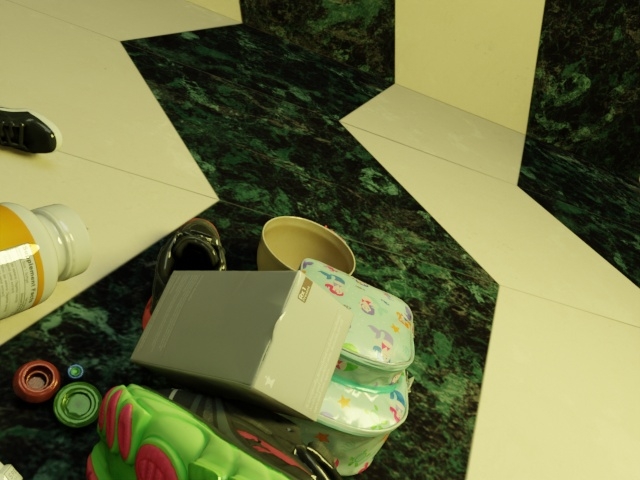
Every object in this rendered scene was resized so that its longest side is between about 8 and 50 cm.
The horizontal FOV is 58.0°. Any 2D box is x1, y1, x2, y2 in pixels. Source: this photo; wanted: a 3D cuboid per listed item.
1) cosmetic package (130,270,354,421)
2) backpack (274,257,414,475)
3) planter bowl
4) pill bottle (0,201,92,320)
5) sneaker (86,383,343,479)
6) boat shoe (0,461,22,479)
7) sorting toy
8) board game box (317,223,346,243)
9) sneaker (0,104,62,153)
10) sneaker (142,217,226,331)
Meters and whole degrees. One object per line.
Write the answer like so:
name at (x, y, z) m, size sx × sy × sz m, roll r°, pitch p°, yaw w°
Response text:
cosmetic package at (-0.093, 0.107, 0.637) m, size 0.237 × 0.127 × 0.107 m, roll 1°, pitch -31°, yaw 44°
backpack at (0.010, 0.163, 0.758) m, size 0.225 × 0.191 × 0.254 m, roll 25°, pitch 34°, yaw -8°
planter bowl at (-0.038, 0.051, 0.958) m, size 0.162 × 0.109 × 0.162 m, roll 20°, pitch 31°, yaw -12°
pill bottle at (-0.405, 0.032, 0.682) m, size 0.136 × 0.136 × 0.245 m, roll 36°, pitch 32°, yaw 17°
sneaker at (-0.028, 0.236, 0.481) m, size 0.202 × 0.186 × 0.482 m, roll 6°, pitch 10°, yaw -41°
boat shoe at (-0.330, 0.258, 0.355) m, size 0.094 × 0.109 × 0.302 m, roll 41°, pitch 52°, yaw -6°
sorting toy at (-0.295, 0.173, 0.653) m, size 0.102 × 0.042 × 0.061 m, roll 37°, pitch 45°, yaw -5°
board game box at (0.000, 0.000, 1.140) m, size 0.133 × 0.033 × 0.169 m, roll 17°, pitch 32°, yaw -14°
sneaker at (-0.557, -0.180, 0.962) m, size 0.216 × 0.079 × 0.121 m, roll 21°, pitch 33°, yaw 7°
sneaker at (-0.186, 0.030, 0.854) m, size 0.097 × 0.135 × 0.276 m, roll 17°, pitch 30°, yaw -11°
